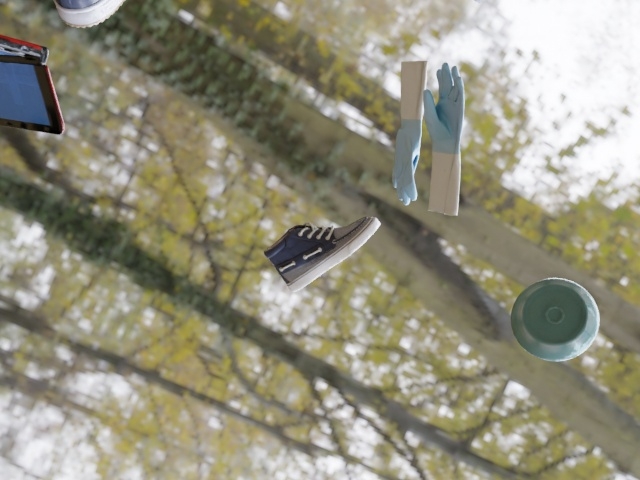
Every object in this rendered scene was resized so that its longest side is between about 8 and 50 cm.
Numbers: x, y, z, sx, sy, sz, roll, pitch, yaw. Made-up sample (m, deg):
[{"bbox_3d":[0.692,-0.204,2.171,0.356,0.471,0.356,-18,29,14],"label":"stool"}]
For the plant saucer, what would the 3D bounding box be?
[{"bbox_3d":[0.317,0.103,1.856,0.119,0.021,0.119,-3,-113,8],"label":"plant saucer"}]

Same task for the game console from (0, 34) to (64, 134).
[{"bbox_3d":[-0.342,-0.166,1.406,0.144,0.124,0.085,11,-89,46],"label":"game console"}]

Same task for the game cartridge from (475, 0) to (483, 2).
[{"bbox_3d":[0.291,-0.542,2.394,0.196,0.294,0.060,-12,-130,25],"label":"game cartridge"}]

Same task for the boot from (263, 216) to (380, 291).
[{"bbox_3d":[0.000,0.000,2.212,0.190,0.086,0.069,-37,-172,16],"label":"boot"}]

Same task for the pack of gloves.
[{"bbox_3d":[0.151,-0.163,2.113,0.195,0.046,0.232,14,-78,62],"label":"pack of gloves"}]

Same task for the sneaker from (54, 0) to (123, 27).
[{"bbox_3d":[-0.243,-0.402,1.628,0.099,0.153,0.282,15,-122,21],"label":"sneaker"}]
